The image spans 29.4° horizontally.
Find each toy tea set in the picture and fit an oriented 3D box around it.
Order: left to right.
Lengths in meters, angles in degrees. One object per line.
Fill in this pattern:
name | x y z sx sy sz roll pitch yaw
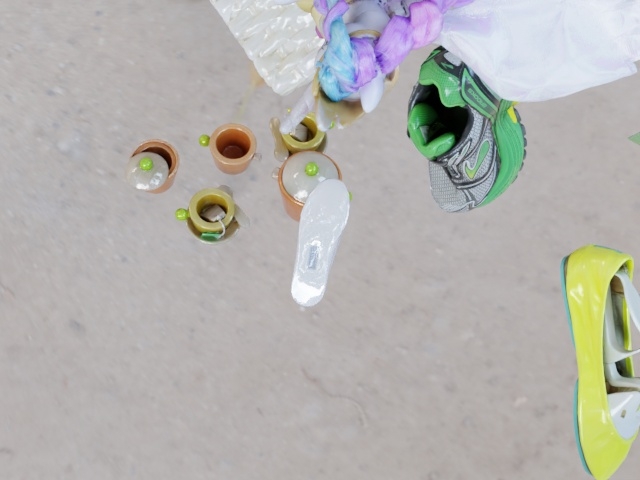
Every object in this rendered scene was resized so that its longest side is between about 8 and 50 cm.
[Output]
toy tea set | -0.120 -0.108 1.827 0.336 0.124 0.200 -13 68 -11

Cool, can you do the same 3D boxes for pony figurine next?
pony figurine | 0.105 -0.252 1.125 0.351 0.363 0.303 -28 121 13

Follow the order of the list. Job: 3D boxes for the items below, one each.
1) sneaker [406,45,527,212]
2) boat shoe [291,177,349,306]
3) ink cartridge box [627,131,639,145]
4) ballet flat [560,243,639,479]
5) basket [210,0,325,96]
sneaker | 0.155 -0.136 1.440 0.146 0.134 0.343 -36 154 -17
boat shoe | 0.000 0.000 1.708 0.066 0.063 0.184 7 101 -2
ink cartridge box | 0.407 -0.079 1.134 0.209 0.109 0.062 29 80 -6
ballet flat | 0.278 0.117 1.154 0.077 0.077 0.231 -11 95 -50
basket | -0.008 -0.404 1.549 0.331 0.266 0.328 -33 99 16
